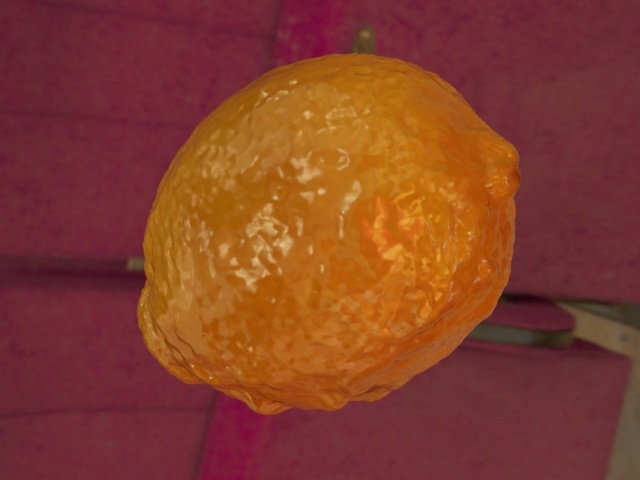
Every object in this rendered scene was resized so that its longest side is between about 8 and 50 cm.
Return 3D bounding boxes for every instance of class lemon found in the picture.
[{"bbox_3d":[0.000,0.000,0.549,0.187,0.142,0.142,-30,68,24],"label":"lemon"}]
